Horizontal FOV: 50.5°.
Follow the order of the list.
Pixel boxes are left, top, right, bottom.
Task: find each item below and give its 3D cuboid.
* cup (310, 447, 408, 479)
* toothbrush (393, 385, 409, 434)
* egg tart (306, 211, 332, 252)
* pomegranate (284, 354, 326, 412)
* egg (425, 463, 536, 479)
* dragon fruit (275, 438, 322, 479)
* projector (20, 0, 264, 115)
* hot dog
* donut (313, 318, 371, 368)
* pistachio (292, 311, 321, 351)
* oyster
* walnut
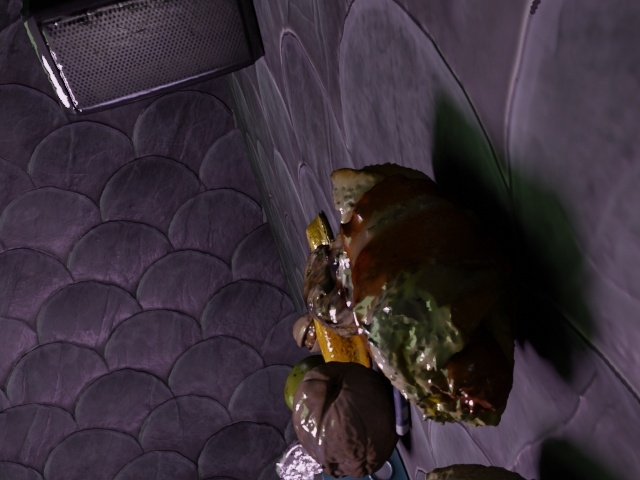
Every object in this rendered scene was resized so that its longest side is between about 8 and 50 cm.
[{"bbox_3d":[0.077,0.478,1.306,0.167,0.173,0.300,80,169,-57],"label":"cup"},{"bbox_3d":[0.109,0.193,0.942,0.026,0.024,0.288,46,157,41],"label":"toothbrush"},{"bbox_3d":[0.000,0.000,1.236,0.105,0.039,0.105,160,90,-84],"label":"egg tart"},{"bbox_3d":[0.008,0.403,1.786,0.209,0.180,0.180,26,141,40],"label":"pomegranate"},{"bbox_3d":[0.111,0.241,0.456,0.201,0.164,0.164,-119,12,-78],"label":"egg"},{"bbox_3d":[0.057,0.614,1.795,0.283,0.204,0.221,47,-165,16],"label":"dragon fruit"},{"bbox_3d":[-0.362,-0.466,1.351,0.395,0.405,0.242,-116,10,-49],"label":"projector"},{"bbox_3d":[0.077,0.023,0.465,0.146,0.103,0.213,49,-160,-43],"label":"hot dog"},{"bbox_3d":[0.030,0.170,1.286,0.174,0.074,0.190,94,157,-73],"label":"donut"},{"bbox_3d":[-0.014,0.227,1.716,0.149,0.113,0.113,119,135,-60],"label":"pistachio"},{"bbox_3d":[0.026,0.052,0.988,0.294,0.094,0.166,111,149,-70],"label":"oyster"},{"bbox_3d":[0.044,0.304,1.121,0.178,0.178,0.230,-116,16,-49],"label":"walnut"}]
